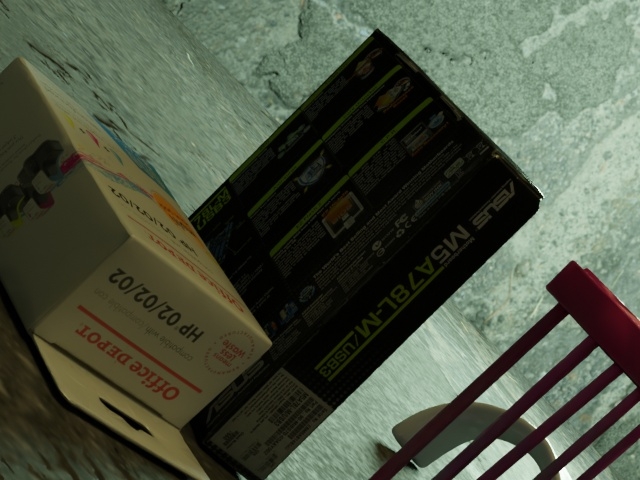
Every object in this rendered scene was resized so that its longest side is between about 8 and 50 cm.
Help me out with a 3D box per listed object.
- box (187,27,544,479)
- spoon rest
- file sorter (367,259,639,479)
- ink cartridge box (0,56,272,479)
[{"bbox_3d":[0.000,0.000,0.817,0.045,0.190,0.184,42,7,-26],"label":"box"},{"bbox_3d":[0.152,0.200,1.075,0.276,0.084,0.137,51,-1,40],"label":"spoon rest"},{"bbox_3d":[0.158,0.174,0.826,0.202,0.182,0.291,49,5,26],"label":"file sorter"},{"bbox_3d":[-0.090,0.011,0.718,0.104,0.061,0.181,41,9,-46],"label":"ink cartridge box"}]
